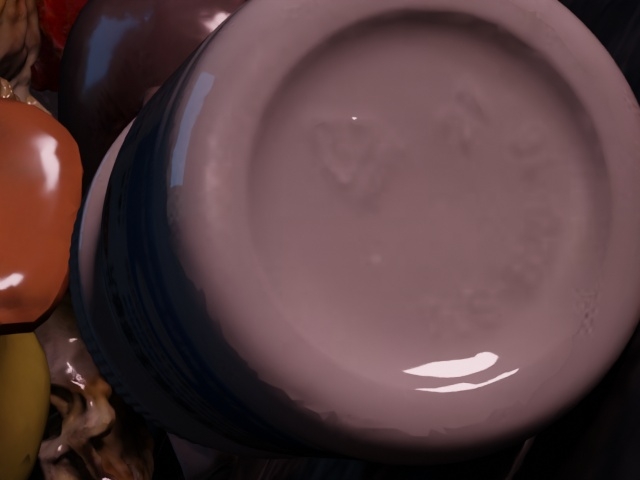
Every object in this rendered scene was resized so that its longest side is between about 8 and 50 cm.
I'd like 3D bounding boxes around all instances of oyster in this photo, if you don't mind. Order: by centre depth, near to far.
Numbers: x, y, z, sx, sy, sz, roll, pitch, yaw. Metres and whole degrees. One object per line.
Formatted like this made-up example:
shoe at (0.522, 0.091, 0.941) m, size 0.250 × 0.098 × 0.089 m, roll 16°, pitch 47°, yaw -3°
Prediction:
oyster at (-0.132, -0.002, 0.815) m, size 0.201 × 0.107 × 0.354 m, roll -36°, pitch 61°, yaw 59°

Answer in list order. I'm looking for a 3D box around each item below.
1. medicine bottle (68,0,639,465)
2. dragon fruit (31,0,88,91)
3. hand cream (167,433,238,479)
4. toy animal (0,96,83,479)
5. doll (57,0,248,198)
medicine bottle at (0.000, 0.000, 0.410) m, size 0.105 × 0.105 × 0.168 m, roll -65°, pitch 10°, yaw -11°
dragon fruit at (-0.105, -0.184, 1.194) m, size 0.268 × 0.205 × 0.210 m, roll -14°, pitch 70°, yaw 30°
hand cream at (-0.061, 0.110, 0.592) m, size 0.084 × 0.050 × 0.257 m, roll -107°, pitch 32°, yaw -79°
toy animal at (-0.218, 0.047, 0.682) m, size 0.338 × 0.216 × 0.191 m, roll 118°, pitch 153°, yaw -46°
doll at (-0.047, -0.057, 0.743) m, size 0.257 × 0.117 × 0.182 m, roll -117°, pitch 21°, yaw -82°
